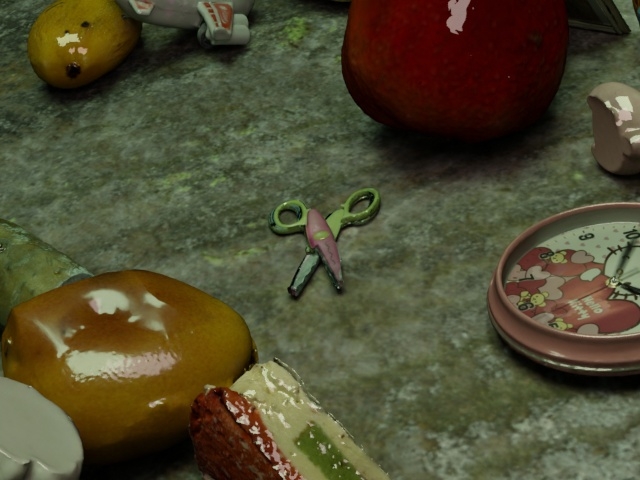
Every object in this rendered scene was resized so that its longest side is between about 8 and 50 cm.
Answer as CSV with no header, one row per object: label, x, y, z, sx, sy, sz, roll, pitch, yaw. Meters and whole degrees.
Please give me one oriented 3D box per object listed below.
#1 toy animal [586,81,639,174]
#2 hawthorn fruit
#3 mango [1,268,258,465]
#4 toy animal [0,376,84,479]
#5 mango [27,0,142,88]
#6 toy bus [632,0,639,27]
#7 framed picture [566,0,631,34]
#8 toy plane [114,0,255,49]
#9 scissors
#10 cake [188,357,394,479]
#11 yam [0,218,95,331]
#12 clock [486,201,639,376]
toy animal,0.406,-0.140,1.419,0.213,0.124,0.124,-16,35,-4
hawthorn fruit,0.165,-0.265,1.506,0.265,0.307,0.265,9,5,-1
mango,-0.172,0.128,1.217,0.236,0.136,0.166,-20,49,-18
toy animal,-0.302,0.208,1.106,0.193,0.127,0.178,-46,47,23
mango,-0.349,-0.314,1.921,0.157,0.108,0.262,-9,34,11
toy bus,0.463,-0.274,1.575,0.136,0.126,0.209,-22,34,3
framed picture,0.259,-0.348,1.654,0.217,0.274,0.017,19,78,40
toy plane,-0.201,-0.368,1.889,0.252,0.118,0.252,21,33,-14
scissors,0.000,0.000,1.433,0.134,0.020,0.187,-10,33,11
cake,-0.016,0.180,1.099,0.220,0.116,0.086,21,41,41
yam,-0.311,0.054,1.389,0.107,0.107,0.194,-36,41,-29
clock,0.281,0.045,1.241,0.245,0.056,0.244,-10,32,6
